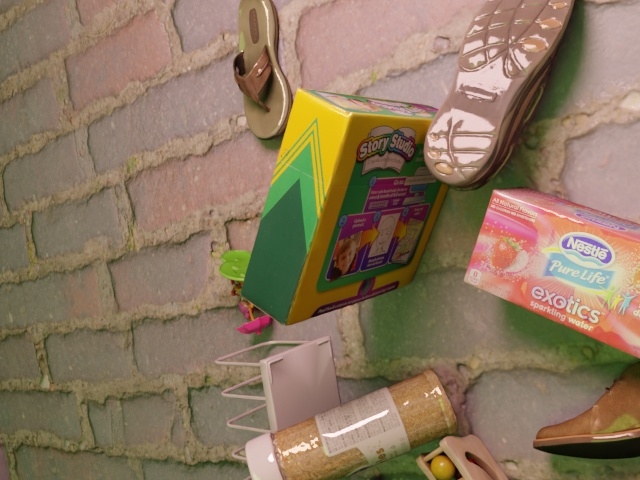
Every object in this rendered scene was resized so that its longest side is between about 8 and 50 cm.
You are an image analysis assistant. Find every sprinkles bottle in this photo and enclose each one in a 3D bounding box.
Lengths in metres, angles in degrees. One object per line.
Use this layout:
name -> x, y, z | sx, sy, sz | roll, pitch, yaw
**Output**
sprinkles bottle -> 0.053, 0.340, 1.070 | 0.355, 0.121, 0.121 | -21, 82, -3

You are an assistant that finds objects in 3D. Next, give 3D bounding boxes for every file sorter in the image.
file sorter -> -0.081, 0.353, 1.251 | 0.173, 0.192, 0.278 | -9, 91, 40

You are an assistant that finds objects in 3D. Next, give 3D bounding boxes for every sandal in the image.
sandal -> -0.137, -0.351, 1.253 | 0.120, 0.086, 0.303 | -9, 91, 37

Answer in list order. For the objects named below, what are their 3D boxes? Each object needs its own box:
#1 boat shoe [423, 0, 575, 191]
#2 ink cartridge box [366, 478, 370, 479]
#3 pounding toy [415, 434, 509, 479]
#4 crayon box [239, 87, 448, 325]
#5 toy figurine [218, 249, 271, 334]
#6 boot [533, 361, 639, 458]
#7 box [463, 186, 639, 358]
boat shoe -> 0.270, -0.236, 0.935 | 0.132, 0.130, 0.356 | 30, 91, 27
ink cartridge box -> 0.125, 0.602, 1.222 | 0.208, 0.045, 0.206 | 44, 120, 22
pounding toy -> 0.249, 0.478, 1.043 | 0.155, 0.154, 0.270 | -47, 69, 32
crayon box -> 0.068, -0.059, 0.969 | 0.106, 0.362, 0.313 | 29, 113, 31
toy figurine -> -0.159, 0.122, 1.338 | 0.173, 0.130, 0.159 | 31, 126, 54
boot -> 0.452, 0.253, 0.914 | 0.305, 0.112, 0.115 | -31, 48, 40
box -> 0.384, 0.038, 0.884 | 0.299, 0.142, 0.154 | 26, 110, 32
